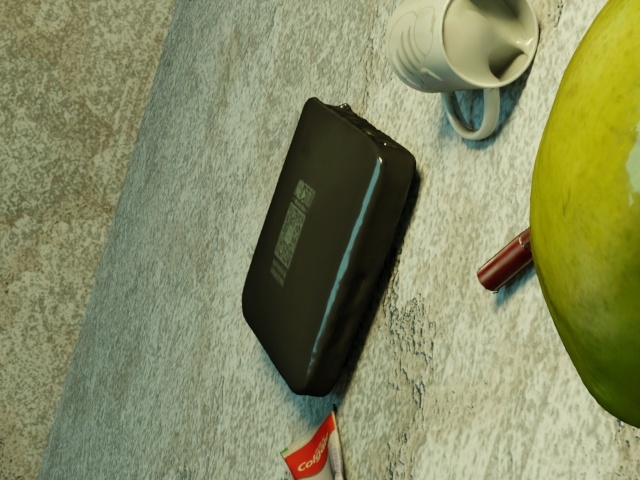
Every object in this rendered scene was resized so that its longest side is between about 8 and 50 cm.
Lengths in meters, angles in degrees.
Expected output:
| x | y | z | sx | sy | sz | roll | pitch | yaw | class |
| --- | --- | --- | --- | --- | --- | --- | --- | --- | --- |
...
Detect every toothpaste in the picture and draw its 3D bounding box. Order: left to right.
| x | y | z | sx | sy | sz | roll | pitch | yaw | class |
| --- | --- | --- | --- | --- | --- | --- | --- | --- | --- |
| 0.011 | 0.270 | 1.280 | 0.301 | 0.048 | 0.075 | -109 | 35 | -61 | toothpaste |

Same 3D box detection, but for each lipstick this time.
| x | y | z | sx | sy | sz | roll | pitch | yaw | class |
| --- | --- | --- | --- | --- | --- | --- | --- | --- | --- |
| 0.182 | -0.011 | 1.062 | 0.176 | 0.027 | 0.027 | -48 | 33 | 48 | lipstick |

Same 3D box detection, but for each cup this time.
| x | y | z | sx | sy | sz | roll | pitch | yaw | class |
| --- | --- | --- | --- | --- | --- | --- | --- | --- | --- |
| 0.123 | -0.169 | 1.226 | 0.133 | 0.099 | 0.136 | 11 | 85 | 69 | cup |

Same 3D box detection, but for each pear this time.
| x | y | z | sx | sy | sz | roll | pitch | yaw | class |
| --- | --- | --- | --- | --- | --- | --- | --- | --- | --- |
| 0.233 | -0.042 | 0.645 | 0.307 | 0.253 | 0.253 | -64 | 22 | 11 | pear |

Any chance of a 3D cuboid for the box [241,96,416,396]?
| x | y | z | sx | sy | sz | roll | pitch | yaw | class |
| --- | --- | --- | --- | --- | --- | --- | --- | --- | --- |
| 0.000 | 0.000 | 1.463 | 0.290 | 0.073 | 0.289 | -135 | 62 | -67 | box |
